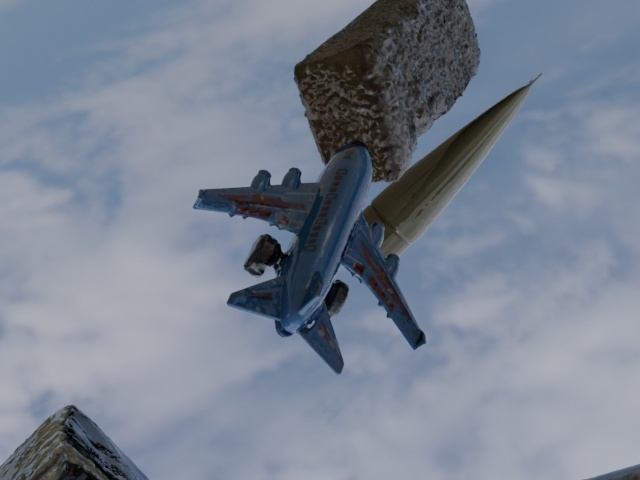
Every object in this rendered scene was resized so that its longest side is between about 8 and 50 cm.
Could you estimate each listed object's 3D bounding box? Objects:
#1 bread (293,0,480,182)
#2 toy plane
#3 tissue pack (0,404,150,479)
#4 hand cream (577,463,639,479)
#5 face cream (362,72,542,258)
[{"bbox_3d":[0.101,-0.217,1.568,0.113,0.165,0.416,-8,-158,25],"label":"bread"},{"bbox_3d":[0.000,0.000,1.192,0.105,0.254,0.271,-48,-165,36],"label":"toy plane"},{"bbox_3d":[-0.207,0.414,1.301,0.264,0.416,0.253,-45,-169,-5],"label":"tissue pack"},{"bbox_3d":[0.162,0.125,0.551,0.088,0.055,0.256,-56,-171,-33],"label":"hand cream"},{"bbox_3d":[0.177,-0.103,1.731,0.341,0.084,0.137,-45,179,5],"label":"face cream"}]
